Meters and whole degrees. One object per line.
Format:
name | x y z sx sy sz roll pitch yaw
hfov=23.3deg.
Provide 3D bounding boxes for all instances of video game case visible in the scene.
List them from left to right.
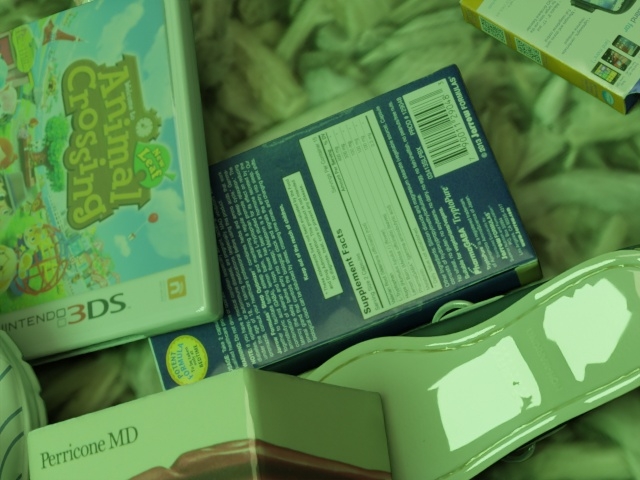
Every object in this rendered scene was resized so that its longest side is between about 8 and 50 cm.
video game case | -0.156 -0.035 0.933 0.193 0.023 0.212 -15 71 22

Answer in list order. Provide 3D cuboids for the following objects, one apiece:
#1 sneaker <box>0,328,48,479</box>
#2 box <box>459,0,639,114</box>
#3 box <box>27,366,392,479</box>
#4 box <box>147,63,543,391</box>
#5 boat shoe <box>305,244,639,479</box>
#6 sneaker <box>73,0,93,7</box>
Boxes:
sneaker | -0.197 0.130 0.783 0.111 0.129 0.297 -24 66 4
box | 0.162 -0.135 0.929 0.136 0.028 0.081 35 81 20
box | -0.044 0.195 0.768 0.148 0.127 0.232 -19 69 29
box | 0.000 0.000 0.909 0.225 0.036 0.136 -21 66 5
boat shoe | 0.089 0.073 0.833 0.254 0.079 0.095 -32 76 23
sneaker | -0.137 -0.150 0.980 0.051 0.070 0.134 -15 68 5
